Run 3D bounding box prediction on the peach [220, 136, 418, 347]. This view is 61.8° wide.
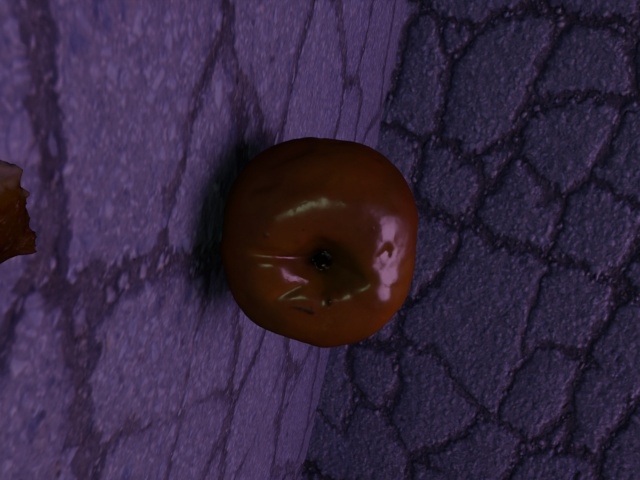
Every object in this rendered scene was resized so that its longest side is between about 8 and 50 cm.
[{"bbox_3d":[0.000,0.000,0.884,0.301,0.343,0.342,-109,-151,-72],"label":"peach"}]

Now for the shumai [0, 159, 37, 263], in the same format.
[{"bbox_3d":[-0.233,-0.018,0.308,0.145,0.116,0.145,16,90,-75],"label":"shumai"}]
